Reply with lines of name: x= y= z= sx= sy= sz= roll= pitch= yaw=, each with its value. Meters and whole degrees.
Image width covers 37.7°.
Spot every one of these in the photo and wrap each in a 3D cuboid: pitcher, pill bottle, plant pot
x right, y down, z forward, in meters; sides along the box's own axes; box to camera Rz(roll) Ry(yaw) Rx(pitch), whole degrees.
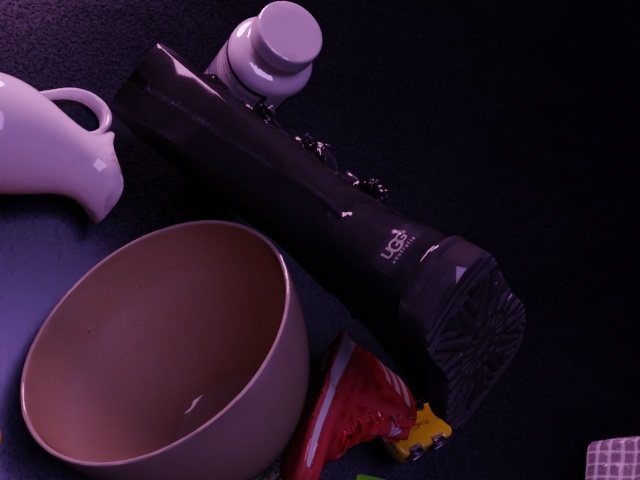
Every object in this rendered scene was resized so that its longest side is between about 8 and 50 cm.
pitcher: x=-0.323 y=-0.123 z=1.024 sx=0.207 sy=0.125 sz=0.177 roll=21 pitch=41 yaw=-31
pill bottle: x=-0.072 y=-0.209 z=1.141 sx=0.108 sy=0.180 sz=0.107 roll=10 pitch=66 yaw=-25
plant pot: x=-0.126 y=0.148 z=0.948 sx=0.284 sy=0.284 sz=0.191 roll=-61 pitch=140 yaw=-31

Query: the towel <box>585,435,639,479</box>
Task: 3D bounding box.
towel: x=0.420 y=0.362 z=1.147 sx=0.121 sy=0.235 sz=0.283 roll=24 pitch=61 yaw=-12

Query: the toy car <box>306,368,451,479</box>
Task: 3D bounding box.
toy car: x=0.047 y=0.263 z=1.063 sx=0.239 sy=0.053 sz=0.225 roll=18 pitch=42 yaw=-20

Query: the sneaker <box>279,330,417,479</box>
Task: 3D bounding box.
sneaker: x=0.043 y=0.199 z=1.014 sx=0.128 sy=0.087 sz=0.221 roll=30 pitch=40 yaw=-5

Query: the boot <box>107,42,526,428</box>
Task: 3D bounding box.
boot: x=0.000 y=-0.001 z=1.047 sx=0.445 sy=0.367 sz=0.146 roll=32 pitch=73 yaw=28

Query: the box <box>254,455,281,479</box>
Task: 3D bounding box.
box: x=-0.038 y=0.317 z=1.037 sx=0.207 sy=0.036 sz=0.114 roll=44 pitch=57 yaw=-6

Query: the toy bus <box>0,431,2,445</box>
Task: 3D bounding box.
toy bus: x=-0.446 y=0.108 z=0.862 sx=0.333 sy=0.108 sz=0.130 roll=44 pitch=59 yaw=-7
